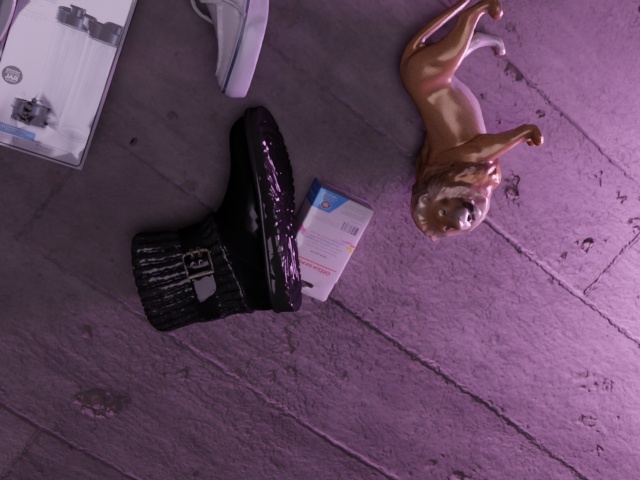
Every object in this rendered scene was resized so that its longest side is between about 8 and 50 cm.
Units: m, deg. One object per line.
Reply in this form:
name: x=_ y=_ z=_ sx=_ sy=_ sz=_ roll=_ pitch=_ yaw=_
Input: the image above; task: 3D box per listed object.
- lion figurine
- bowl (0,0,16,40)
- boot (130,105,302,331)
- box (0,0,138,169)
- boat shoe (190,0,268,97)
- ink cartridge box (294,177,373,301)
lion figurine: x=0.215 y=-0.209 z=1.453 sx=0.240 sy=0.142 sz=0.392 roll=-20 pitch=99 yaw=5
bowl: x=-0.563 y=-0.375 z=1.227 sx=0.297 sy=0.134 sz=0.298 roll=-3 pitch=111 yaw=-9
boot: x=-0.178 y=-0.031 z=1.433 sx=0.260 sy=0.131 sz=0.348 roll=-5 pitch=91 yaw=13
box: x=-0.390 y=-0.271 z=1.323 sx=0.169 sy=0.087 sz=0.290 roll=19 pitch=105 yaw=-17
boat shoe: x=-0.152 y=-0.398 z=1.297 sx=0.156 sy=0.136 sz=0.367 roll=5 pitch=106 yaw=-13
ink cartridge box: x=0.000 y=0.000 z=1.511 sx=0.104 sy=0.061 sz=0.181 roll=24 pitch=104 yaw=-17
